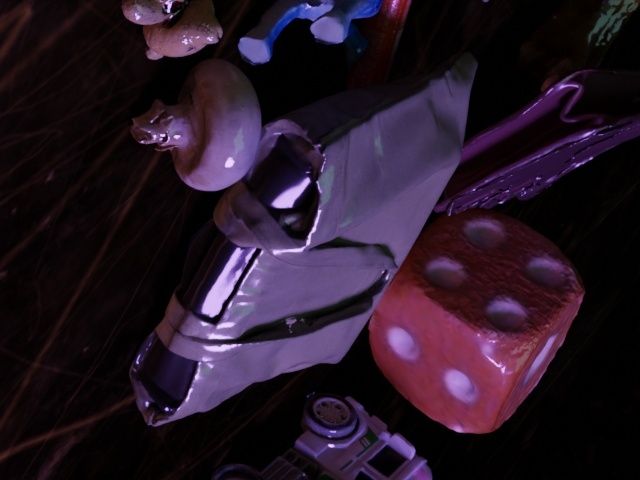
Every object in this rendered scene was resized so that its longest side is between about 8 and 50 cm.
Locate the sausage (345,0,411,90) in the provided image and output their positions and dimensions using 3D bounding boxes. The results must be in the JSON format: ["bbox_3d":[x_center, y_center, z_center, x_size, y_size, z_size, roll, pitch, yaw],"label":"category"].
[{"bbox_3d":[0.044,-0.154,1.173,0.034,0.034,0.129,-39,155,-42],"label":"sausage"}]

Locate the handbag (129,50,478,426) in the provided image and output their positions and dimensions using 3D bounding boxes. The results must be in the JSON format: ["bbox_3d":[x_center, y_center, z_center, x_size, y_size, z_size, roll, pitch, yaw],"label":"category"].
[{"bbox_3d":[-0.004,0.003,1.185,0.253,0.109,0.316,-19,145,-54],"label":"handbag"}]

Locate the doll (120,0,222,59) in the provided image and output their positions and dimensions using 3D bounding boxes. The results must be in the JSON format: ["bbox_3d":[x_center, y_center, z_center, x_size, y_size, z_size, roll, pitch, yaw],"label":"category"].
[{"bbox_3d":[-0.091,-0.143,0.871,0.061,0.051,0.093,-49,131,-20],"label":"doll"}]

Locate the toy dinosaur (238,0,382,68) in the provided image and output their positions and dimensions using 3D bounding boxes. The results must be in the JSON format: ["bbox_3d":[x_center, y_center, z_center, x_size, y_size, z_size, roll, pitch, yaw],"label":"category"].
[{"bbox_3d":[0.019,-0.189,0.997,0.144,0.076,0.329,-52,164,-35],"label":"toy dinosaur"}]

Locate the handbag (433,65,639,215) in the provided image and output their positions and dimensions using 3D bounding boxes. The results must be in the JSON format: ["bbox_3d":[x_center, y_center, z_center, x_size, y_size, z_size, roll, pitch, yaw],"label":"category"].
[{"bbox_3d":[0.220,-0.099,1.507,0.216,0.074,0.203,-29,170,34],"label":"handbag"}]

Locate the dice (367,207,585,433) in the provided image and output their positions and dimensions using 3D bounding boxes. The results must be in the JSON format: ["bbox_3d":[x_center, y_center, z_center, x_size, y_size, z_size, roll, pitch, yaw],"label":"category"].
[{"bbox_3d":[0.162,0.084,1.633,0.174,0.179,0.175,-44,162,-35],"label":"dice"}]

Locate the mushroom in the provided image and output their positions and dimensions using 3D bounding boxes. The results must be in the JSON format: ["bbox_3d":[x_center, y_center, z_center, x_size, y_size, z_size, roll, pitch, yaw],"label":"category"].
[{"bbox_3d":[-0.080,-0.074,0.961,0.079,0.085,0.085,5,126,-22],"label":"mushroom"}]

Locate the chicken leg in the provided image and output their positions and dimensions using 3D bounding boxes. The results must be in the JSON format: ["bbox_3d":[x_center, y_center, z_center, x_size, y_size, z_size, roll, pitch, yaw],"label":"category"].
[{"bbox_3d":[0.348,-0.310,1.532,0.211,0.140,0.361,3,131,-44],"label":"chicken leg"}]

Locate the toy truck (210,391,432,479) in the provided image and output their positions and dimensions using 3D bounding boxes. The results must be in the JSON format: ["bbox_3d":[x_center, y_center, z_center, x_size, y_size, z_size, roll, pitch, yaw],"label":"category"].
[{"bbox_3d":[-0.034,0.310,1.516,0.363,0.178,0.176,-39,154,-48],"label":"toy truck"}]
